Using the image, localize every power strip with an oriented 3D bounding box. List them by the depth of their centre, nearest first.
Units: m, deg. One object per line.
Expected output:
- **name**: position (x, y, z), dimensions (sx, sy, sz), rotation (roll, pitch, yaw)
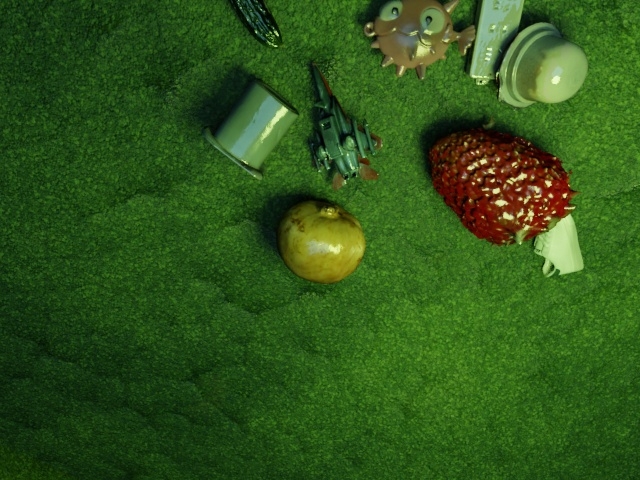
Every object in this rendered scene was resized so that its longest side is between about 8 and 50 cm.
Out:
- **power strip**: position (0.417, -0.538, 1.114), dimensions (0.098, 0.058, 0.338), rotation (4, 114, 1)

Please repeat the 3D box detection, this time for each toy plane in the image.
- **toy plane**: position (0.033, -0.292, 1.217), dimensions (0.223, 0.104, 0.326), rotation (-11, 113, 39)

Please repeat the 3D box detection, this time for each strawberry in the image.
- **strawberry**: position (0.451, -0.157, 1.191), dimensions (0.292, 0.292, 0.343), rotation (-35, 96, 16)

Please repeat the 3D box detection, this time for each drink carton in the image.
- **drink carton**: position (-0.167, -0.287, 1.188), dimensions (0.191, 0.185, 0.189), rotation (37, 108, -11)

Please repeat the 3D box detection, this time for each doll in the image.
- **doll**: position (0.233, -0.491, 1.124), dimensions (0.262, 0.093, 0.211), rotation (13, 108, 0)

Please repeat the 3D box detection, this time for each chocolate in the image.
- **chocolate**: position (0.523, -0.389, 1.097), dimensions (0.221, 0.147, 0.221), rotation (-8, 120, -14)

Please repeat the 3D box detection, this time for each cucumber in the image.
- **cucumber**: position (-0.176, -0.569, 1.118), dimensions (0.077, 0.077, 0.265), rotation (-25, 112, 13)

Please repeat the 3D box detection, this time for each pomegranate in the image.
- **pomegranate**: position (0.000, 0.000, 1.287), dimensions (0.248, 0.248, 0.248), rotation (1, 114, 2)

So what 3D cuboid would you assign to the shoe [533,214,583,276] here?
- **shoe**: position (0.648, -0.004, 1.328), dimensions (0.110, 0.095, 0.265), rotation (-26, 113, 14)
